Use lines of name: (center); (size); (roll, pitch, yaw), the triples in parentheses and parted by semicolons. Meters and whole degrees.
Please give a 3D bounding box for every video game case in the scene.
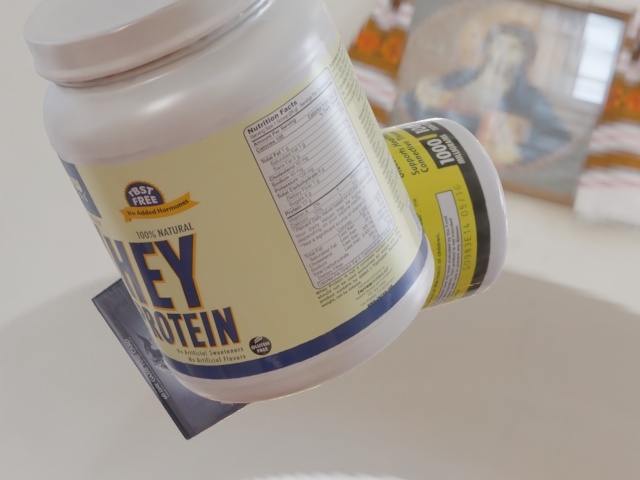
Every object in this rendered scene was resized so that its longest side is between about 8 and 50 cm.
video game case: (-0.107, 0.082, 2.030); (0.274, 0.026, 0.196); (-33, -89, 35)

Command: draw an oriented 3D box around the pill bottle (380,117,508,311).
pill bottle: (0.000, 0.000, 1.822); (0.334, 0.188, 0.188); (-15, -20, -26)

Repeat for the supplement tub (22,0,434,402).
supplement tub: (-0.071, -0.063, 1.453); (0.235, 0.235, 0.325); (-6, -59, 34)
